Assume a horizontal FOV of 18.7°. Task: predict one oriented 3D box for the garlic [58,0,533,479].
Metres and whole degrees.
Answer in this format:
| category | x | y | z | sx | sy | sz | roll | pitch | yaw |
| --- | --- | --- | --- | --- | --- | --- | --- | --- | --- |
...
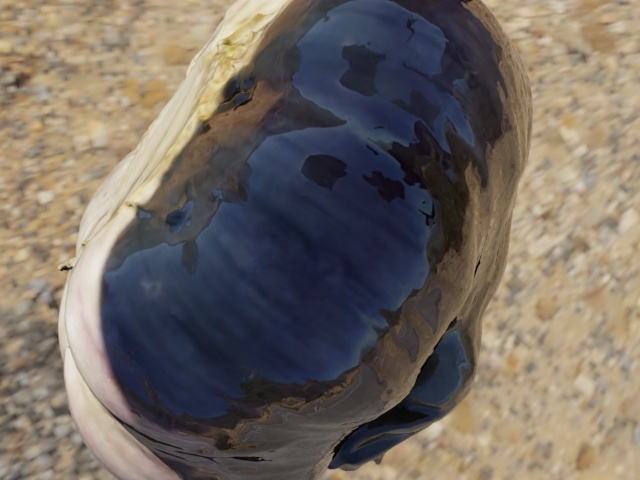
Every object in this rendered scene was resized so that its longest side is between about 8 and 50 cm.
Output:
| category | x | y | z | sx | sy | sz | roll | pitch | yaw |
| --- | --- | --- | --- | --- | --- | --- | --- | --- | --- |
| garlic | 0.000 | 0.000 | 0.752 | 0.160 | 0.245 | 0.245 | 34 | 106 | -8 |
